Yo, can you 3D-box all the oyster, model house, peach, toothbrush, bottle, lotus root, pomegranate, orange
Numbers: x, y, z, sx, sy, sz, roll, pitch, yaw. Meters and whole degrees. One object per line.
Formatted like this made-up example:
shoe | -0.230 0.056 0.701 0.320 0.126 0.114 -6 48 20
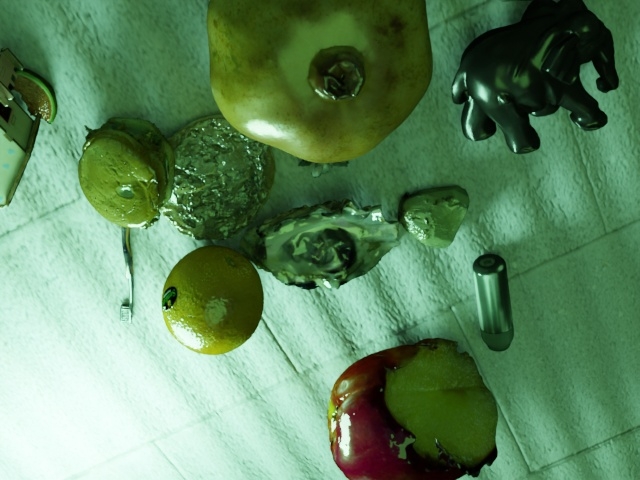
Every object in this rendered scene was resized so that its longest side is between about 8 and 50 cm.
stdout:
oyster | 0.000 -0.001 1.909 0.352 0.114 0.237 -7 132 0
model house | -0.638 -0.183 1.652 0.326 0.169 0.244 -25 130 13
peach | 0.223 0.412 2.086 0.417 0.339 0.353 -5 160 -8
toothbrush | -0.414 0.050 1.915 0.031 0.023 0.320 0 122 -14
bottle | 0.410 0.146 2.094 0.096 0.080 0.253 -37 129 -33
lotus root | 0.240 -0.049 1.939 0.144 0.070 0.143 6 120 -13
pomegranate | 0.000 -0.333 1.535 0.417 0.416 0.416 -5 123 -7
orange | -0.227 0.127 1.882 0.236 0.236 0.236 -5 123 -7

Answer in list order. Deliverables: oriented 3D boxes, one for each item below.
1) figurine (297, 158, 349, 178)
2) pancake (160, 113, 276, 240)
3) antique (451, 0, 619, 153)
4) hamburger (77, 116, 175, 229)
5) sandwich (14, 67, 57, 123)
figurine | 0.002 -0.161 1.825 0.086 0.094 0.082 -39 83 -17
pancake | -0.219 -0.126 1.822 0.283 0.049 0.282 -5 122 -8
antique | 0.411 -0.318 1.718 0.322 0.185 0.255 -17 132 6
hamburger | -0.371 -0.127 1.735 0.190 0.122 0.215 11 118 17
sandwich | -0.539 -0.280 1.679 0.067 0.029 0.135 -28 124 15
